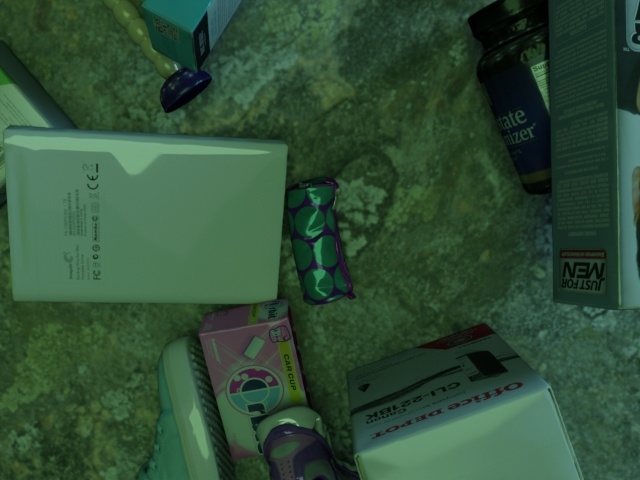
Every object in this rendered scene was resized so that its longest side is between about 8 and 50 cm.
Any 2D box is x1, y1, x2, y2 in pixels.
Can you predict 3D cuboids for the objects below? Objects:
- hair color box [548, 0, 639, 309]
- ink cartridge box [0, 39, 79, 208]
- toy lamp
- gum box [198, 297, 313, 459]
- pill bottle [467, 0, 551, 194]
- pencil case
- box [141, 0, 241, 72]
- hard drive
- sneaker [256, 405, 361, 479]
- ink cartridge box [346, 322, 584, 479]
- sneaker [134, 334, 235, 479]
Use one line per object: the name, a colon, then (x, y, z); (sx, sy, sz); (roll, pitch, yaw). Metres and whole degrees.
hair color box: (0.340, -0.122, 0.699); (0.185, 0.113, 0.374); (-1, 90, -14)
ink cartridge box: (-0.428, -0.115, 0.831); (0.219, 0.092, 0.160); (-39, 95, 5)
toy lamp: (-0.240, -0.281, 0.821); (0.080, 0.080, 0.274); (-35, 97, 4)
gum box: (-0.073, 0.175, 0.856); (0.107, 0.062, 0.188); (-11, 109, 2)
pill bottle: (0.255, -0.174, 0.800); (0.123, 0.123, 0.219); (-24, 95, 3)
pencil case: (0.000, 0.000, 0.851); (0.070, 0.064, 0.151); (-6, 97, 27)
box: (-0.104, -0.316, 0.768); (0.060, 0.100, 0.244); (29, 77, -1)
hard drive: (-0.199, -0.024, 0.816); (0.307, 0.040, 0.203); (2, 109, -11)
sneaker: (0.001, 0.306, 0.830); (0.095, 0.104, 0.236); (-26, 125, 9)
ink cartridge box: (0.139, 0.201, 0.766); (0.197, 0.273, 0.114); (-20, 96, 3)
sneaker: (-0.184, 0.303, 0.853); (0.150, 0.135, 0.366); (-8, 95, -1)
